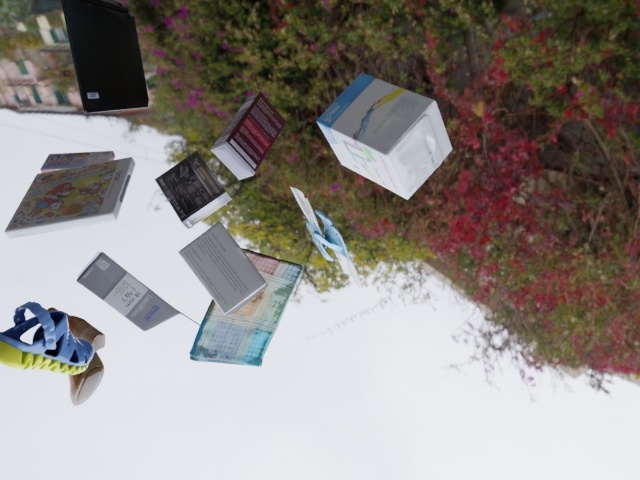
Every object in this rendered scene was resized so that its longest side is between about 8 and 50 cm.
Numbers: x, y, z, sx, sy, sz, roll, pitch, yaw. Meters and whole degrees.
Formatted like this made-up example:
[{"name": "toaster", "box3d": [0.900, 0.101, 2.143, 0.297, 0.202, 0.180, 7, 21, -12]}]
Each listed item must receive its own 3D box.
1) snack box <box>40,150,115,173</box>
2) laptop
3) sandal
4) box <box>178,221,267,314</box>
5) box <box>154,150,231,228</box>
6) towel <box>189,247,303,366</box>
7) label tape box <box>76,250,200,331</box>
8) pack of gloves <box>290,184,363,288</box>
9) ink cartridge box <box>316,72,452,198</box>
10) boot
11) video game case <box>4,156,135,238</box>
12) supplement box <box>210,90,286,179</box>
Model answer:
[{"name": "snack box", "box3d": [-0.619, -0.198, 1.439, 0.179, 0.022, 0.064, -1, -130, 8]}, {"name": "laptop", "box3d": [-0.398, -0.329, 0.878, 0.265, 0.136, 0.234, 31, -164, -3]}, {"name": "sandal", "box3d": [-0.613, 0.224, 1.288, 0.126, 0.317, 0.138, 20, -102, 12]}, {"name": "box", "box3d": [-0.223, 0.070, 1.336, 0.119, 0.181, 0.182, -37, 176, -6]}, {"name": "box", "box3d": [-0.442, -0.177, 1.950, 0.183, 0.056, 0.231, -36, -118, -6]}, {"name": "towel", "box3d": [-0.223, 0.216, 1.729, 0.272, 0.369, 0.040, 18, -171, -41]}, {"name": "label tape box", "box3d": [-0.524, 0.172, 1.609, 0.105, 0.334, 0.241, -53, -163, -14]}, {"name": "pack of gloves", "box3d": [0.000, 0.000, 1.336, 0.046, 0.232, 0.195, -36, -140, -14]}, {"name": "ink cartridge box", "box3d": [0.173, -0.283, 1.516, 0.197, 0.198, 0.270, -48, -130, -9]}, {"name": "boot", "box3d": [-0.803, 0.364, 1.789, 0.220, 0.283, 0.109, 22, -157, 19]}, {"name": "video game case", "box3d": [-0.522, -0.095, 1.194, 0.227, 0.026, 0.206, -10, -139, 4]}, {"name": "supplement box", "box3d": [-0.208, -0.310, 1.666, 0.073, 0.130, 0.239, -10, -138, 44]}]
